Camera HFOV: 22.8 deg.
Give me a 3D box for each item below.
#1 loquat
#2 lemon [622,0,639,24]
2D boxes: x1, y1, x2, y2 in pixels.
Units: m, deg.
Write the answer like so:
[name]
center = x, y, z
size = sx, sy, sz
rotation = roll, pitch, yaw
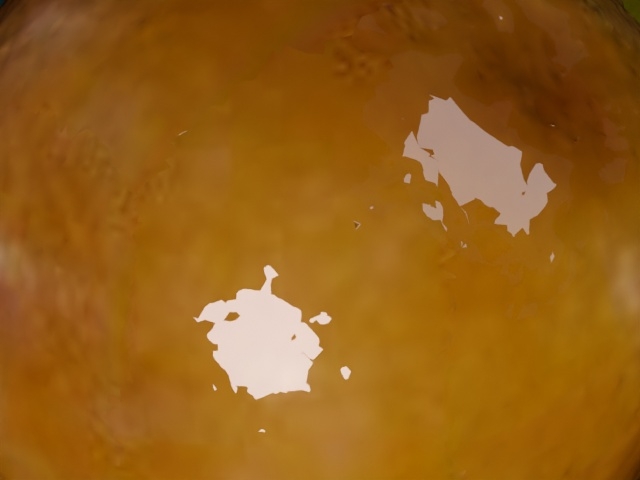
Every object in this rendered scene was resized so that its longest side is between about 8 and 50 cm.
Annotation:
[loquat]
center = 0.000, 0.000, 0.649
size = 0.328, 0.328, 0.328
rotation = 25, 54, -40
[lemon]
center = 0.160, -0.068, 0.967
size = 0.248, 0.184, 0.184
rotation = 36, 47, -32
